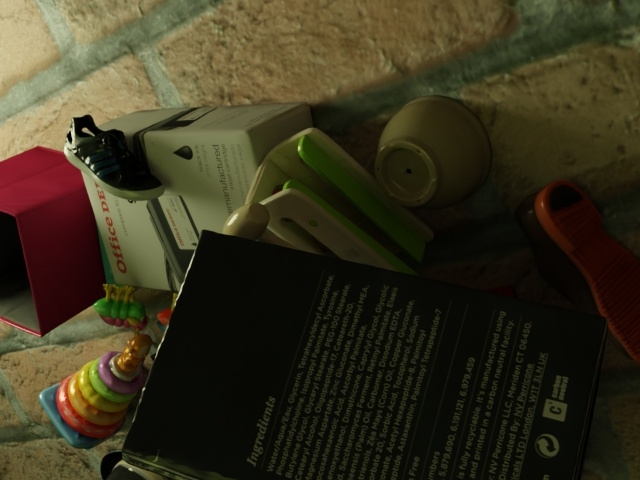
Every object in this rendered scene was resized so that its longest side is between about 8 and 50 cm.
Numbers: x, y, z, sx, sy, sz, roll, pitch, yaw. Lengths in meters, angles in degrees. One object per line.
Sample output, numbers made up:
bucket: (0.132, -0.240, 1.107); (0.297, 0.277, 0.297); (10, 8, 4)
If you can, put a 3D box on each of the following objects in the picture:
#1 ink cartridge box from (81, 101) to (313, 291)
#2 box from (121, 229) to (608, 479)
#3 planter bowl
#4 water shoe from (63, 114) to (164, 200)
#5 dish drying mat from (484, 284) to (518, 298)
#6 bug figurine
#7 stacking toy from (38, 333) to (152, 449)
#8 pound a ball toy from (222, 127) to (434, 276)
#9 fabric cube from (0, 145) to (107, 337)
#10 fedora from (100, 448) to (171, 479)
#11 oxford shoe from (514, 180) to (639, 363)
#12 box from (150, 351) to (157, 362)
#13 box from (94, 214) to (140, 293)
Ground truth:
ink cartridge box: (-0.194, -0.066, 1.416); (0.395, 0.166, 0.285); (3, 115, 35)
box: (0.093, 0.236, 1.088); (0.472, 0.297, 0.480); (11, 163, 19)
planter bowl: (0.142, -0.109, 1.187); (0.162, 0.109, 0.162); (17, 124, 28)
water shoe: (-0.325, -0.130, 1.321); (0.203, 0.073, 0.080); (29, 122, 23)
dish drying mat: (0.257, 0.088, 1.277); (0.083, 0.008, 0.032); (-19, 102, 40)
bug figurine: (-0.297, 0.140, 1.542); (0.216, 0.072, 0.279); (12, 168, -8)
stacking toy: (-0.445, 0.297, 1.828); (0.166, 0.175, 0.302); (50, 119, 10)
pound a ball toy: (0.000, 0.000, 1.197); (0.319, 0.208, 0.136); (38, 140, -27)
fabric cube: (-0.545, -0.009, 1.642); (0.259, 0.258, 0.254); (14, 122, 30)
fedora: (-0.436, 0.661, 1.994); (0.334, 0.152, 0.334); (17, 123, 29)
oxford shoe: (0.360, 0.048, 1.140); (0.271, 0.097, 0.098); (59, 152, 1)
box: (-0.310, 0.255, 1.773); (0.083, 0.018, 0.067); (-25, 97, 41)
box: (-0.366, -0.027, 1.607); (0.060, 0.100, 0.244); (15, 121, 30)
